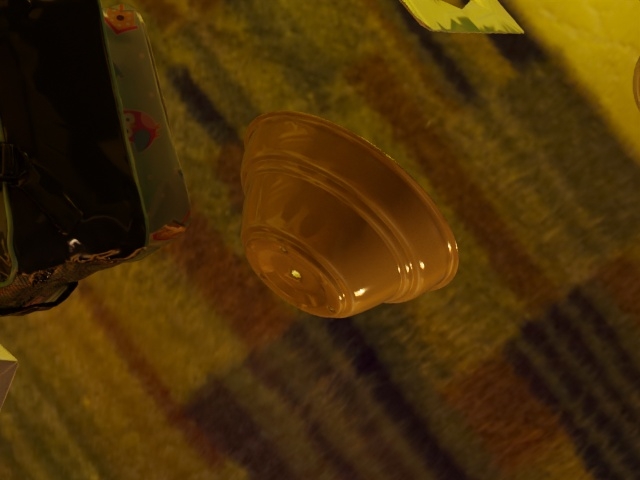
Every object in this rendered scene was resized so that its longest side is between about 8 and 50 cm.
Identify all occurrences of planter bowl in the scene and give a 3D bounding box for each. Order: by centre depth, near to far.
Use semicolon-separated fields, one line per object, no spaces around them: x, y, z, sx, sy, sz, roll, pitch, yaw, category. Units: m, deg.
0.000;0.000;1.164;0.217;0.217;0.090;36;65;4;planter bowl

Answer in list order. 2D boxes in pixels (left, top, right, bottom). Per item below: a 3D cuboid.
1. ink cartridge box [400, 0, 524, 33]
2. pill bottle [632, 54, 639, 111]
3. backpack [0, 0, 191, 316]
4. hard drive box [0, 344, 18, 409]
0.020;-0.207;0.701;0.235;0.171;0.056;48;113;11;ink cartridge box
0.209;-0.091;0.778;0.065;0.116;0.065;4;105;15;pill bottle
-0.166;-0.041;0.746;0.144;0.188;0.166;-9;79;-43;backpack
-0.433;0.095;1.341;0.232;0.181;0.089;34;105;41;hard drive box
